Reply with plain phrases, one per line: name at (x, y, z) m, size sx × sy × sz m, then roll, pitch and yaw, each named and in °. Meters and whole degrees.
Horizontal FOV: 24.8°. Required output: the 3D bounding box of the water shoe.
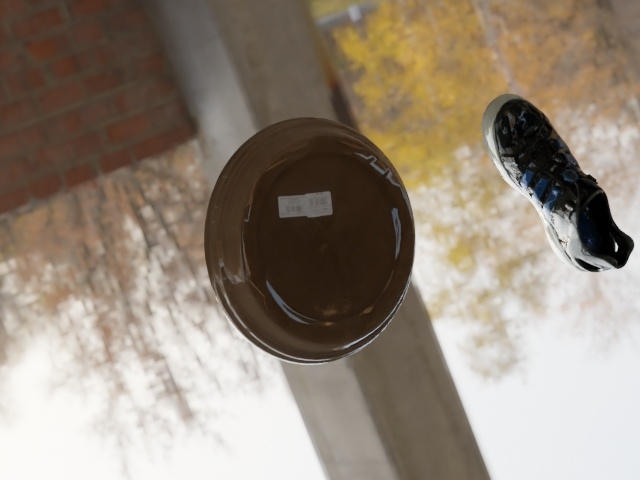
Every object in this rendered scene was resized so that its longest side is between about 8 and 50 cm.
water shoe at (0.232, -0.058, 1.381) m, size 0.073 × 0.203 × 0.080 m, roll -45°, pitch -159°, yaw -21°

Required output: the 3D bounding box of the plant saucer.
plant saucer at (0.000, 0.000, 1.614) m, size 0.278 × 0.278 × 0.041 m, roll -24°, pitch -168°, yaw -30°
